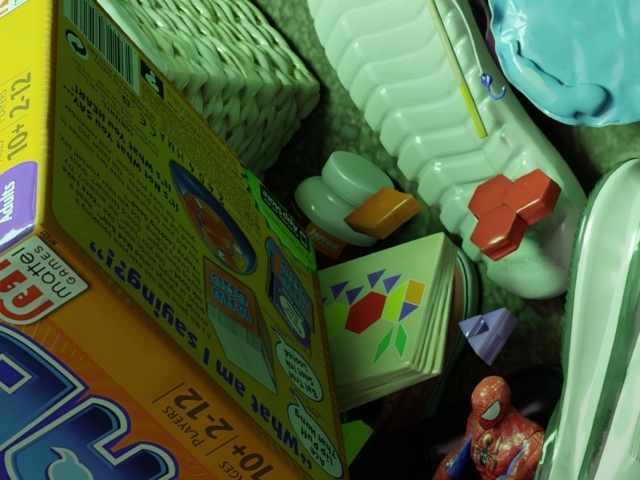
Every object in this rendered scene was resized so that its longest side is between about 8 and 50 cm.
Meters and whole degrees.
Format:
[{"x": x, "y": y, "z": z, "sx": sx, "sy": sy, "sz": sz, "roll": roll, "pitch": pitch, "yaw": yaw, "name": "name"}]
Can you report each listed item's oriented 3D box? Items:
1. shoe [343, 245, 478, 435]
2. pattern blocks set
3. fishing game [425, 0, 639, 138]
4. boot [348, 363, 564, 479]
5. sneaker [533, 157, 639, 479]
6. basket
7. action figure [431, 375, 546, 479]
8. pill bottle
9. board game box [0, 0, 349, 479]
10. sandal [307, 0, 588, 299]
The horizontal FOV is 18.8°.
[{"x": 0.075, "y": 0.089, "z": 1.649, "sx": 0.063, "sy": 0.081, "sz": 0.178, "roll": 27, "pitch": 107, "yaw": 35, "name": "shoe"}, {"x": 0.032, "y": 0.071, "z": 1.543, "sx": 0.325, "sy": 0.026, "sz": 0.285, "roll": -11, "pitch": 45, "yaw": 44, "name": "pattern blocks set"}, {"x": 0.222, "y": -0.180, "z": 1.504, "sx": 0.264, "sy": 0.041, "sz": 0.189, "roll": -26, "pitch": 88, "yaw": 12, "name": "fishing game"}, {"x": 0.077, "y": 0.183, "z": 1.569, "sx": 0.246, "sy": 0.207, "sz": 0.094, "roll": -32, "pitch": 71, "yaw": 33, "name": "boot"}, {"x": 0.302, "y": 0.178, "z": 1.418, "sx": 0.257, "sy": 0.169, "sz": 0.447, "roll": 12, "pitch": 105, "yaw": 31, "name": "sneaker"}, {"x": -0.239, "y": -0.131, "z": 1.778, "sx": 0.331, "sy": 0.266, "sz": 0.328, "roll": 49, "pitch": 118, "yaw": 26, "name": "basket"}, {"x": 0.124, "y": 0.235, "z": 1.498, "sx": 0.091, "sy": 0.139, "sz": 0.280, "roll": 26, "pitch": 135, "yaw": 45, "name": "action figure"}, {"x": 0.000, "y": 0.000, "z": 1.704, "sx": 0.086, "sy": 0.086, "sz": 0.152, "roll": 45, "pitch": 117, "yaw": 29, "name": "pill bottle"}, {"x": -0.231, "y": 0.082, "z": 1.455, "sx": 0.356, "sy": 0.356, "sz": 0.356, "roll": -32, "pitch": 33, "yaw": 16, "name": "board game box"}, {"x": 0.108, "y": -0.142, "z": 1.617, "sx": 0.169, "sy": 0.102, "sz": 0.416, "roll": -31, "pitch": 84, "yaw": 49, "name": "sandal"}]
